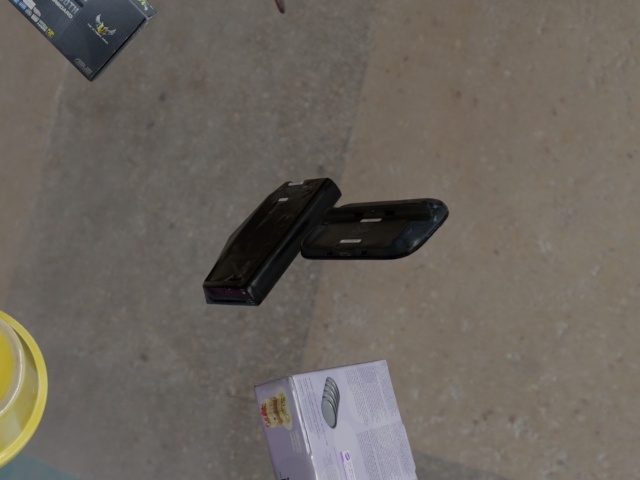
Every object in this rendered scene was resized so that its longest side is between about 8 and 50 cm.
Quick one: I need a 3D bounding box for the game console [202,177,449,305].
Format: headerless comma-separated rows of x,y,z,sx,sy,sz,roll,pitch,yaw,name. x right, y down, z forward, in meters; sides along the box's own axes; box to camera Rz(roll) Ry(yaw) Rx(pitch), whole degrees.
0.000,0.000,1.212,0.361,0.044,0.213,-2,43,48,game console

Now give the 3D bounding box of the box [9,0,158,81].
-0.440,-0.436,1.727,0.183,0.232,0.059,-39,12,27,box

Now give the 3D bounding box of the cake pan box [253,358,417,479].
0.037,0.290,1.195,0.070,0.246,0.266,-21,79,31,cake pan box

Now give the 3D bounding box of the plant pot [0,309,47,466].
-0.484,0.189,1.246,0.239,0.254,0.253,143,131,-63,plant pot

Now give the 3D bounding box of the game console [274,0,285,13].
-0.024,-0.283,0.768,0.124,0.085,0.144,-26,64,34,game console
